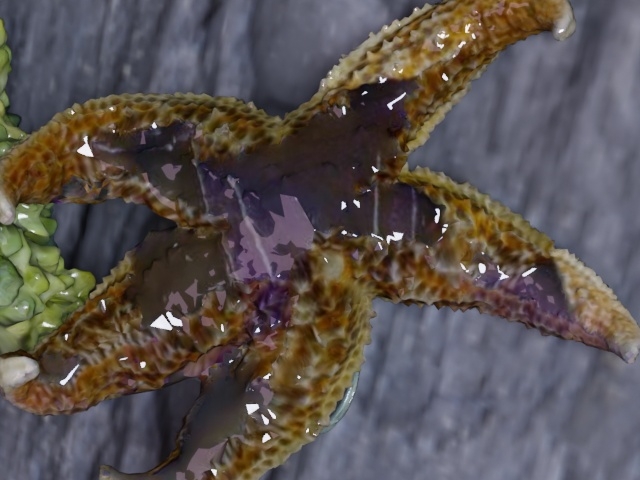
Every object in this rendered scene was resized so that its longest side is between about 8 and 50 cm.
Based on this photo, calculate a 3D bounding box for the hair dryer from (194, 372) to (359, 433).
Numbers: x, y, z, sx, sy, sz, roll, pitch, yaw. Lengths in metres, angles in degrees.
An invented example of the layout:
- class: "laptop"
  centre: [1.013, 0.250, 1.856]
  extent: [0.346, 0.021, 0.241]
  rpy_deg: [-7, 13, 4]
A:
- class: "hair dryer"
  centre: [-0.006, 0.008, 0.612]
  extent: [0.063, 0.038, 0.124]
  rpy_deg: [22, 101, 27]

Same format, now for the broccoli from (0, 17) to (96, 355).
- class: "broccoli"
  centre: [-0.221, -0.015, 0.605]
  extent: [0.247, 0.243, 0.263]
  rpy_deg: [-40, 96, -2]

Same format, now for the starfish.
- class: "starfish"
  centre: [0.001, -0.001, 0.557]
  extent: [0.216, 0.071, 0.238]
  rpy_deg: [37, 96, 0]
